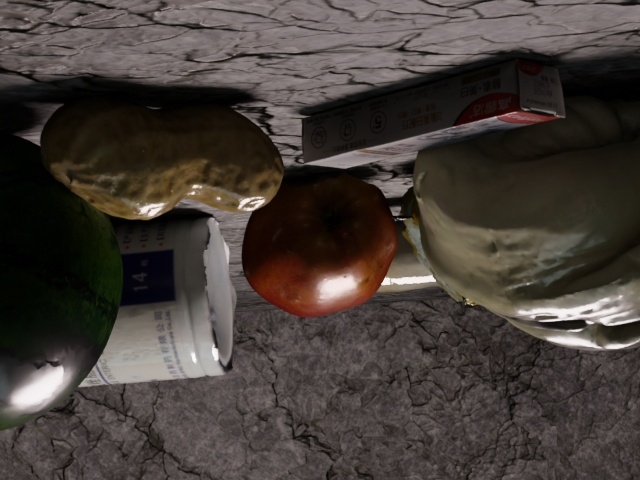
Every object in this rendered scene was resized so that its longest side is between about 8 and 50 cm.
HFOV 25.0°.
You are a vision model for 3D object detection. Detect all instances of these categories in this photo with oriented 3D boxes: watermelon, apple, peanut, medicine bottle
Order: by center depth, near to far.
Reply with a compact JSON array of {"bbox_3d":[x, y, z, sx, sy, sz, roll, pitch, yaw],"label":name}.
[{"bbox_3d":[-0.110,-0.058,1.045,0.192,0.089,0.089,-1,173,-30],"label":"peanut"},{"bbox_3d":[-0.268,0.031,1.080,0.242,0.242,0.242,-4,174,0],"label":"watermelon"},{"bbox_3d":[-0.002,0.006,1.479,0.156,0.147,0.158,17,172,0],"label":"apple"},{"bbox_3d":[-0.277,0.078,1.706,0.332,0.190,0.190,-5,174,5],"label":"medicine bottle"}]

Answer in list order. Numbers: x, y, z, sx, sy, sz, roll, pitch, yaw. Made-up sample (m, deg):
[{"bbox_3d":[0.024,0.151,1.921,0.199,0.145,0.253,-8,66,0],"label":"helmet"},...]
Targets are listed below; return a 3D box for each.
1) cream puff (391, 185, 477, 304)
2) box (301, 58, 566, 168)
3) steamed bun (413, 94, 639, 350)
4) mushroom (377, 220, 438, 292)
[{"bbox_3d":[0.160,-0.015,1.467,0.156,0.156,0.121,-4,-155,-6],"label":"cream puff"},{"bbox_3d":[0.079,-0.092,1.084,0.055,0.040,0.218,4,170,-44],"label":"box"},{"bbox_3d":[0.232,-0.012,1.191,0.320,0.206,0.275,-1,176,-1],"label":"steamed bun"},{"bbox_3d":[0.151,0.011,1.720,0.328,0.122,0.159,-3,165,-11],"label":"mushroom"}]
